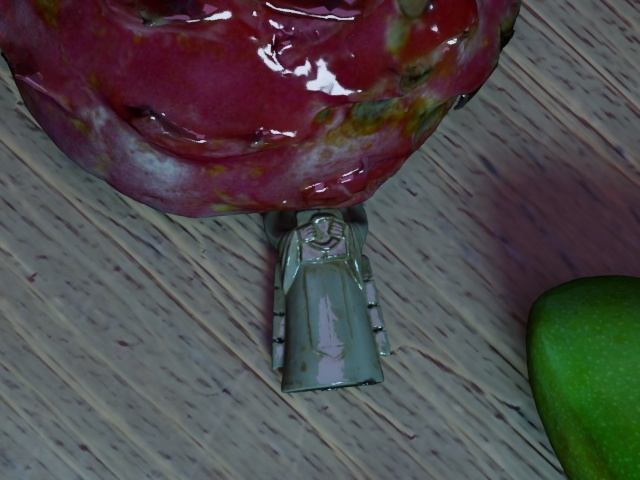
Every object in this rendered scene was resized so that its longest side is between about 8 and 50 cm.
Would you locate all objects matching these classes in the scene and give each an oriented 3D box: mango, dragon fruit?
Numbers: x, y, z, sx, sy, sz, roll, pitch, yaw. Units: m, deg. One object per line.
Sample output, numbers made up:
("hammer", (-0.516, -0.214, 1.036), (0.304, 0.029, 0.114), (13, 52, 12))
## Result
("mango", (0.287, 0.166, 1.041), (0.382, 0.201, 0.225), (41, 49, 2))
("dragon fruit", (-0.054, -0.216, 1.035), (0.371, 0.249, 0.386), (-23, 76, -12))

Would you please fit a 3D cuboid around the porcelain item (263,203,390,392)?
("porcelain item", (0.000, 0.000, 1.117), (0.084, 0.054, 0.213), (-4, 83, -7))
